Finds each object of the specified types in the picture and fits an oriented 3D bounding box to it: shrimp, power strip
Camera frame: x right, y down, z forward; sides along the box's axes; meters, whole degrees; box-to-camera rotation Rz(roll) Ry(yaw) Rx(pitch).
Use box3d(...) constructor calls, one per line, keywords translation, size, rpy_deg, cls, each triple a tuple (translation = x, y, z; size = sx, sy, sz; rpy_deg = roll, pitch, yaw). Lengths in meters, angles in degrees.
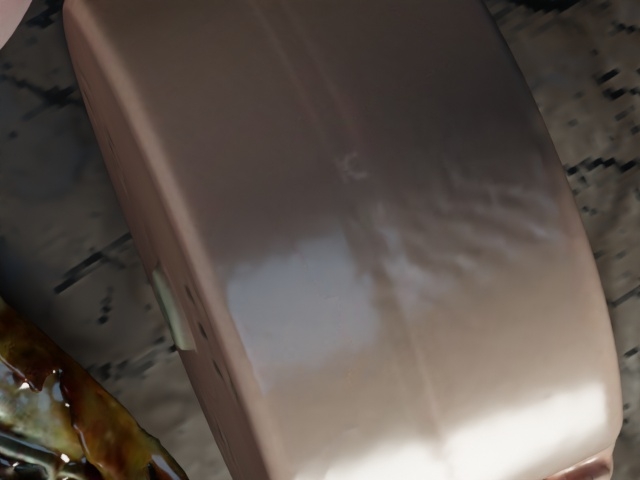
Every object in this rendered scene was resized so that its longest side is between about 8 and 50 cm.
box3d(translation=(-0.119, 0.075, 0.459), size=(0.195, 0.035, 0.148), rpy_deg=(43, 90, -12), cls="shrimp")
box3d(translation=(0.000, 0.000, 0.410), size=(0.078, 0.154, 0.154), rpy_deg=(-23, 109, -9), cls="power strip")

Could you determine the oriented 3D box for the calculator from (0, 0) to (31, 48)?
box3d(translation=(-0.102, -0.047, 0.393), size=(0.024, 0.103, 0.166), rpy_deg=(45, 59, 8), cls="calculator")
